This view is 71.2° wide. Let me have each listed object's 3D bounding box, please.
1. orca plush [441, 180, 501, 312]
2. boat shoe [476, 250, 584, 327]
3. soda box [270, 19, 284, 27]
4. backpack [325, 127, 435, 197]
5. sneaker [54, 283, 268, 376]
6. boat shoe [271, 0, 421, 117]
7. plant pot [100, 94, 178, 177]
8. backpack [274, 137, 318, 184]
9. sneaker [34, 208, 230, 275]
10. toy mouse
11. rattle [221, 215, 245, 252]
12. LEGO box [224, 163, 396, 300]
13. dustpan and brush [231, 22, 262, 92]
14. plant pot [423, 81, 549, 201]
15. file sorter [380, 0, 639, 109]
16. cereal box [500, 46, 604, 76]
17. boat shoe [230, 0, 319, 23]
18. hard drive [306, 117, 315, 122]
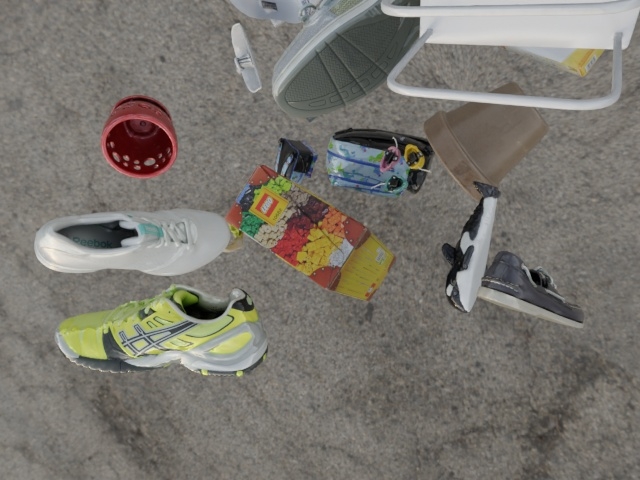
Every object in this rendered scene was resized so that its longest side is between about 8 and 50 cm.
[{"bbox_3d":[0.316,0.010,1.005,0.102,0.151,0.288,11,96,36],"label":"orca plush"},{"bbox_3d":[0.276,0.064,0.559,0.075,0.206,0.065,14,87,55],"label":"boat shoe"},{"bbox_3d":[-0.016,-0.651,1.097,0.286,0.098,0.091,-18,135,26],"label":"soda box"},{"bbox_3d":[0.192,-0.278,1.555,0.355,0.290,0.274,24,123,5],"label":"backpack"},{"bbox_3d":[-0.288,0.146,0.811,0.383,0.145,0.147,-1,114,2],"label":"sneaker"},{"bbox_3d":[0.062,-0.283,0.549,0.320,0.118,0.103,-42,57,14],"label":"boat shoe"},{"bbox_3d":[-0.496,-0.297,1.233,0.190,0.174,0.191,-11,135,-11],"label":"plant pot"},{"bbox_3d":[-0.102,-0.278,1.679,0.158,0.116,0.174,49,129,46],"label":"backpack"},{"bbox_3d":[-0.190,-0.002,0.495,0.094,0.212,0.080,-22,77,53],"label":"sneaker"},{"bbox_3d":[0.173,-0.158,1.012,0.143,0.031,0.161,-44,47,31],"label":"toy mouse"},{"bbox_3d":[-0.320,-0.032,1.448,0.142,0.199,0.130,-3,78,49],"label":"rattle"},{"bbox_3d":[0.000,0.000,1.401,0.372,0.500,0.193,33,91,22],"label":"LEGO box"},{"bbox_3d":[-0.187,-0.431,1.092,0.060,0.211,0.148,-18,107,2],"label":"dustpan and brush"},{"bbox_3d":[0.426,-0.265,1.119,0.229,0.263,0.263,-37,93,30],"label":"plant pot"},{"bbox_3d":[0.146,-0.253,0.310,0.192,0.173,0.278,14,137,24],"label":"file sorter"},{"bbox_3d":[0.558,-0.503,1.040,0.240,0.047,0.173,44,108,38],"label":"cereal box"},{"bbox_3d":[-0.114,-0.573,1.043,0.258,0.084,0.095,31,154,22],"label":"boat shoe"},{"bbox_3d":[-0.011,-0.462,1.478,0.135,0.094,0.022,-37,55,14],"label":"hard drive"}]
